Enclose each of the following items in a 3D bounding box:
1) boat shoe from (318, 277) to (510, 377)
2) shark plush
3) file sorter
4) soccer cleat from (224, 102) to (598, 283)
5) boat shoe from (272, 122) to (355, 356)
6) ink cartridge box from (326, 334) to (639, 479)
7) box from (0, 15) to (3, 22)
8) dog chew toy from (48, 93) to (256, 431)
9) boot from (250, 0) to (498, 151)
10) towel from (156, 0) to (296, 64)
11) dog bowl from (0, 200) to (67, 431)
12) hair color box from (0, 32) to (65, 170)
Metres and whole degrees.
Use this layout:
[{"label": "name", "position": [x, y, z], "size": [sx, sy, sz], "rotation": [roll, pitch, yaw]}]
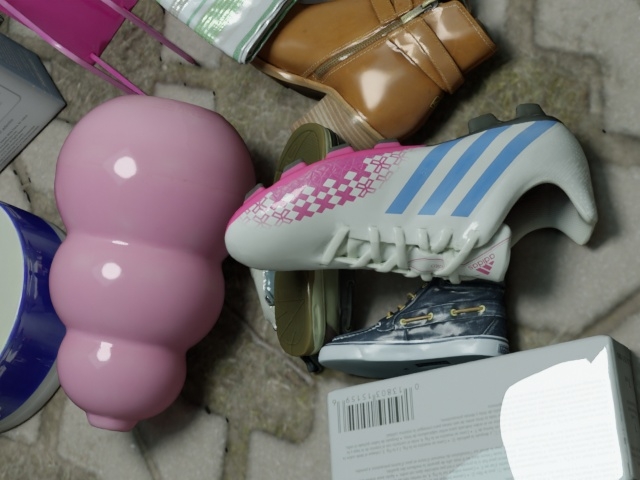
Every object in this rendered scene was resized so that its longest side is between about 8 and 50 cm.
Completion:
[{"label": "boat shoe", "position": [0.087, 0.078, 1.171], "size": [0.183, 0.065, 0.083], "rotation": [-6, 66, 24]}, {"label": "shark plush", "position": [-0.028, 0.050, 1.259], "size": [0.067, 0.073, 0.161], "rotation": [-15, 56, -6]}, {"label": "file sorter", "position": [-0.196, -0.320, 1.414], "size": [0.182, 0.202, 0.291], "rotation": [38, 94, 33]}, {"label": "soccer cleat", "position": [0.084, -0.016, 1.108], "size": [0.331, 0.116, 0.143], "rotation": [-17, 62, -5]}, {"label": "boat shoe", "position": [0.001, 0.001, 1.226], "size": [0.080, 0.073, 0.224], "rotation": [-2, 84, 50]}, {"label": "ink cartridge box", "position": [0.141, 0.223, 1.081], "size": [0.275, 0.060, 0.239], "rotation": [-15, 66, 27]}, {"label": "box", "position": [-0.574, -0.259, 1.716], "size": [0.270, 0.060, 0.216], "rotation": [-49, 54, 7]}, {"label": "dog chew toy", "position": [-0.182, 0.026, 1.283], "size": [0.206, 0.206, 0.332], "rotation": [8, 85, 34]}, {"label": "boot", "position": [0.031, -0.224, 1.283], "size": [0.220, 0.109, 0.283], "rotation": [-39, 59, 17]}, {"label": "towel", "position": [-0.099, -0.261, 1.283], "size": [0.152, 0.023, 0.113], "rotation": [37, 91, 20]}, {"label": "dog bowl", "position": [-0.399, 0.082, 1.450], "size": [0.264, 0.104, 0.265], "rotation": [-12, 67, 28]}, {"label": "hair color box", "position": [-0.495, -0.198, 1.447], "size": [0.185, 0.374, 0.114], "rotation": [-43, 55, 12]}]
